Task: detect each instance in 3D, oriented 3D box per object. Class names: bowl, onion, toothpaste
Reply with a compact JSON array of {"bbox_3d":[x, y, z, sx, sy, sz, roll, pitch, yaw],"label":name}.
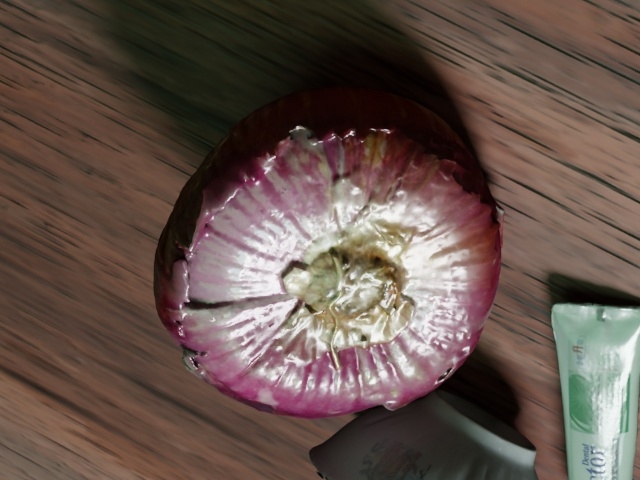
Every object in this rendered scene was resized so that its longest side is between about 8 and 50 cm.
[{"bbox_3d":[0.092,0.157,1.336,0.189,0.189,0.086,30,96,5],"label":"bowl"},{"bbox_3d":[0.000,0.000,1.237,0.230,0.163,0.230,-7,118,-13],"label":"onion"},{"bbox_3d":[0.187,0.128,1.313,0.064,0.041,0.218,4,128,13],"label":"toothpaste"}]
